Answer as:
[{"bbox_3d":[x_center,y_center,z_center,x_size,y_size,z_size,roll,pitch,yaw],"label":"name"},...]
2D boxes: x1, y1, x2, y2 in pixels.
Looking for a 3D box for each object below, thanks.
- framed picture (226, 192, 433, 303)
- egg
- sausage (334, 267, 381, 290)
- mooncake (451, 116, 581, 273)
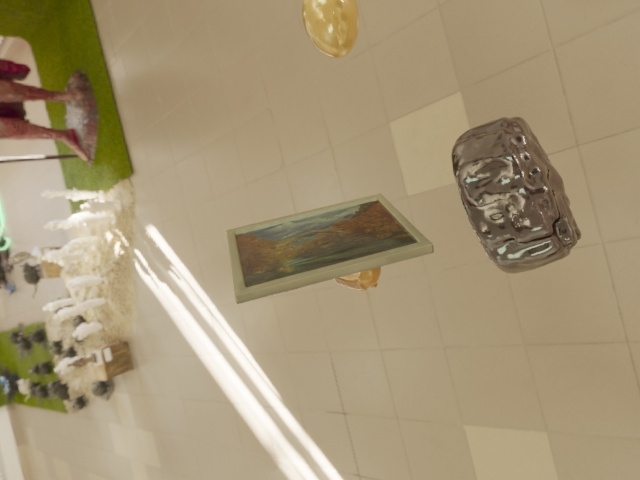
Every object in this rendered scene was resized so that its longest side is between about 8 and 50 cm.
[{"bbox_3d":[0.000,0.000,0.611,0.184,0.250,0.016,-117,16,-60],"label":"framed picture"},{"bbox_3d":[0.015,-0.306,0.628,0.080,0.080,0.096,12,120,40],"label":"egg"},{"bbox_3d":[0.049,0.028,1.103,0.120,0.136,0.241,-46,74,12],"label":"sausage"},{"bbox_3d":[0.355,-0.088,0.801,0.141,0.283,0.282,-23,83,34],"label":"mooncake"}]
